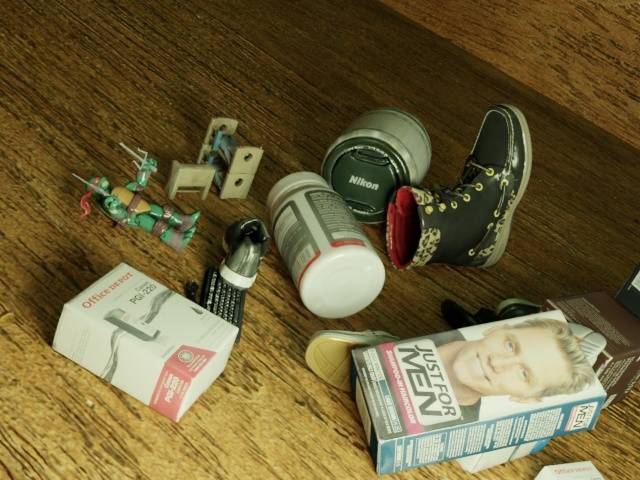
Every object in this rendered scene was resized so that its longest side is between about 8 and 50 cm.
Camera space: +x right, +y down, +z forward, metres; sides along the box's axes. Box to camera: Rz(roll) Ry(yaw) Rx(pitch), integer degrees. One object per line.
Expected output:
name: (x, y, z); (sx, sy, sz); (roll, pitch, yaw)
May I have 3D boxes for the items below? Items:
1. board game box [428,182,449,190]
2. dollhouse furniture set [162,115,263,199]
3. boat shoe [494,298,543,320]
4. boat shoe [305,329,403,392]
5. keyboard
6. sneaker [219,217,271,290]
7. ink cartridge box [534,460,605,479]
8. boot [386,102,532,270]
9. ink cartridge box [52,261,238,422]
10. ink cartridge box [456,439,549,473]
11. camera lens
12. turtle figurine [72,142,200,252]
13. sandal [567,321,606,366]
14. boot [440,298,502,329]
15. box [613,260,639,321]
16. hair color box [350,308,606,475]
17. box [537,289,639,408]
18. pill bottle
board game box: (0.346, -0.067, 2.063); (0.141, 0.048, 0.170); (13, 31, -15)
dollhouse furniture set: (-0.239, -0.174, 1.717); (0.183, 0.129, 0.129); (-3, 39, -39)
boat shoe: (0.476, 0.174, 1.734); (0.227, 0.081, 0.069); (6, 36, -17)
boat shoe: (0.091, 0.197, 1.394); (0.277, 0.098, 0.096); (21, 27, -26)
keyboard: (-0.181, 0.102, 1.418); (0.108, 0.023, 0.180); (18, 29, -11)
sneaker: (-0.131, -0.001, 1.517); (0.078, 0.106, 0.234); (25, 18, -12)
ink cartridge box: (0.412, 0.421, 1.289); (0.109, 0.063, 0.150); (4, 35, -32)
boot: (0.294, -0.104, 1.778); (0.284, 0.377, 0.138); (-7, 28, -35)
ink cartridge box: (-0.255, 0.143, 1.223); (0.218, 0.092, 0.158); (27, 29, 9)
ink cartridge box: (0.285, 0.294, 1.387); (0.190, 0.082, 0.139); (-2, 39, -40)
camera lens: (0.133, -0.178, 1.908); (0.219, 0.219, 0.274); (27, 29, 5)
turtle figurine: (-0.335, -0.073, 1.497); (0.234, 0.118, 0.175); (32, 41, -17)
sandal: (0.380, 0.228, 1.418); (0.265, 0.076, 0.102); (-28, 41, -31)
boot: (0.309, 0.156, 1.670); (0.121, 0.045, 0.099); (45, 37, 21)
box: (0.672, 0.162, 1.706); (0.184, 0.261, 0.103); (-5, 40, -41)
hair color box: (0.233, 0.228, 1.275); (0.347, 0.105, 0.174); (-10, 47, -8)
box: (0.506, 0.215, 1.591); (0.203, 0.168, 0.167); (-4, 39, -40)
pill bottle: (0.000, 0.000, 1.578); (0.161, 0.161, 0.283); (8, 33, -27)
